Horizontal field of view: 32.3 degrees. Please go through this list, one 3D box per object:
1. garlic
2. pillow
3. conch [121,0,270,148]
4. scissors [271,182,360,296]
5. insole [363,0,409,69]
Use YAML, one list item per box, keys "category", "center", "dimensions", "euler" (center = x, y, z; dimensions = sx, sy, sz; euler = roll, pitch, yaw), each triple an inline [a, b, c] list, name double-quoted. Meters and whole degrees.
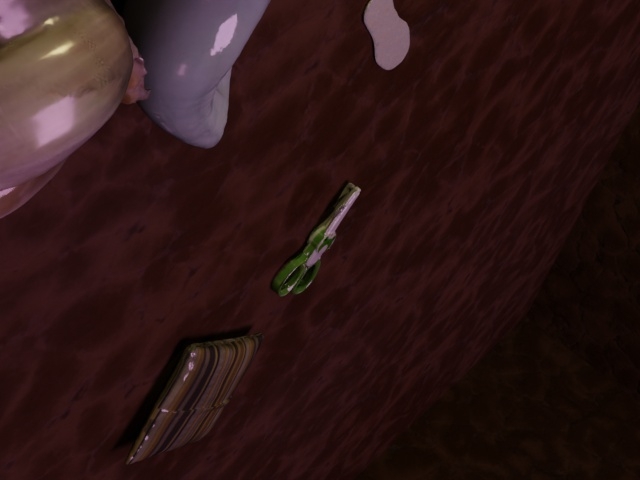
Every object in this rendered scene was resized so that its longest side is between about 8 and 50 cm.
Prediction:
- category: "garlic"
  center: [-0.253, -0.129, 0.807]
  dimensions: [0.237, 0.210, 0.292]
  euler: [-22, -167, 48]
- category: "pillow"
  center: [-0.183, 0.232, 1.646]
  dimensions: [0.208, 0.052, 0.212]
  euler: [-61, 159, 14]
- category: "conch"
  center: [-0.111, -0.188, 0.986]
  dimensions: [0.185, 0.121, 0.221]
  euler: [-58, 174, -47]
- category: "scissors"
  center: [0.000, 0.000, 1.684]
  dimensions: [0.204, 0.027, 0.101]
  euler: [-56, 161, 16]
- category: "insole"
  center: [0.086, -0.271, 1.441]
  dimensions: [0.065, 0.004, 0.197]
  euler: [-51, 160, -1]
